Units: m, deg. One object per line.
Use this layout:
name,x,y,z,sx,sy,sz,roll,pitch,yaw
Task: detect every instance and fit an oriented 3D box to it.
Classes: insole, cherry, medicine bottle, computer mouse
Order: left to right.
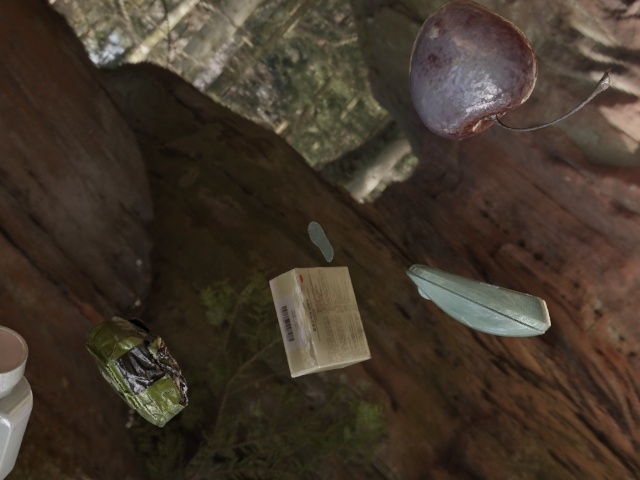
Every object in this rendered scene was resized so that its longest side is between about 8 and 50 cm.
medicine bottle,-0.556,0.275,1.125,0.161,0.296,0.111,27,-150,2
insole,0.000,0.000,1.715,0.002,0.053,0.153,7,-147,-30
computer mouse,0.301,0.123,1.357,0.288,0.097,0.159,15,-178,19
cherry,0.164,-0.181,0.673,0.115,0.148,0.188,21,150,-23

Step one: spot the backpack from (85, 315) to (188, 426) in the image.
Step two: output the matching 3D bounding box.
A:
backpack,-0.386,0.281,1.512,0.207,0.140,0.253,19,141,55

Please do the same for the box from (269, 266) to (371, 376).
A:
box,-0.002,0.169,1.485,0.168,0.095,0.212,2,-111,-47
